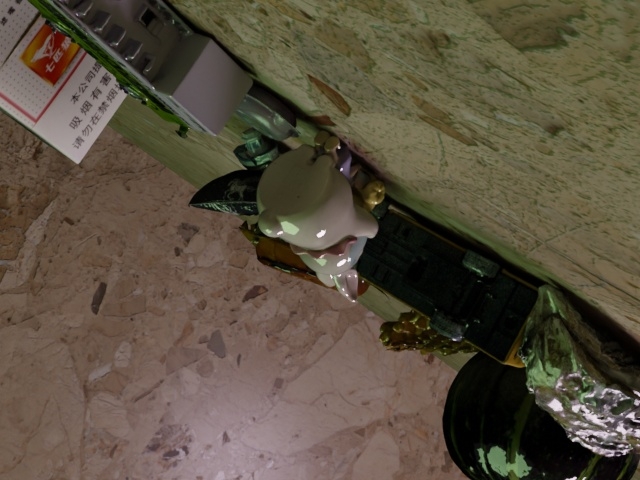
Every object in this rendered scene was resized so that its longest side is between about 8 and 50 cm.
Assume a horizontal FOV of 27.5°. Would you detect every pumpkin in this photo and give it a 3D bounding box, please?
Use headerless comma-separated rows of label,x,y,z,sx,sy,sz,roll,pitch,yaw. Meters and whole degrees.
pumpkin,0.352,0.297,2.073,0.323,0.241,0.323,18,166,5

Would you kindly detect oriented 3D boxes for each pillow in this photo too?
pillow,-0.099,-0.078,2.036,0.208,0.141,0.055,3,111,44

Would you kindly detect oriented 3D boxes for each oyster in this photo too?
oyster,0.362,0.182,1.721,0.351,0.162,0.158,49,-164,-37

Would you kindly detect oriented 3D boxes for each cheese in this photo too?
cheese,-0.087,-0.173,1.705,0.105,0.042,0.191,40,175,-36

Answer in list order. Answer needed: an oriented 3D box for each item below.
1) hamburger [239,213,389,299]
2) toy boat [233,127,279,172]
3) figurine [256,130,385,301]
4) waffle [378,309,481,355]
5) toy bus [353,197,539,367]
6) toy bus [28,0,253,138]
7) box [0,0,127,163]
hamburger,0.000,0.000,2.108,0.262,0.138,0.243,23,175,-42
toy boat,-0.100,-0.143,2.026,0.066,0.059,0.140,65,167,-19
figurine,0.016,-0.026,1.728,0.127,0.155,0.235,15,161,31
waffle,0.214,0.146,2.110,0.232,0.051,0.228,-10,160,23
toy bus,0.162,0.049,1.795,0.335,0.121,0.123,31,-173,35
toy bus,-0.221,-0.244,1.555,0.139,0.113,0.302,24,168,44
box,-0.369,-0.262,1.699,0.095,0.210,0.330,31,174,30
